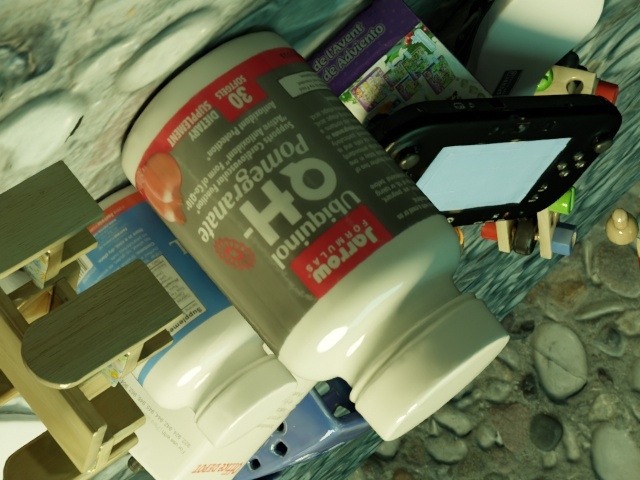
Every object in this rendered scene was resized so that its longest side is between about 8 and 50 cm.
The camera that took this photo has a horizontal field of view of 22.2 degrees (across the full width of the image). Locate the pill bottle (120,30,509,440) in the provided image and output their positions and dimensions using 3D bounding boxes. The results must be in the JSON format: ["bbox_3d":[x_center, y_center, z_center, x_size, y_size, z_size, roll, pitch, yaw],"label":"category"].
[{"bbox_3d":[0.000,0.000,1.312,0.176,0.318,0.176,-38,166,-11],"label":"pill bottle"}]

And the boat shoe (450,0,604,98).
[{"bbox_3d":[0.194,-0.216,1.635,0.108,0.102,0.301,-3,155,-13],"label":"boat shoe"}]

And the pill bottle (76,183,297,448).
[{"bbox_3d":[-0.123,0.067,1.410,0.124,0.221,0.124,-38,168,-10],"label":"pill bottle"}]

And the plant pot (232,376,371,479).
[{"bbox_3d":[-0.082,0.168,1.870,0.212,0.236,0.236,-38,169,16],"label":"plant pot"}]

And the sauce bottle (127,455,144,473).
[{"bbox_3d":[-0.224,0.275,2.241,0.128,0.042,0.042,-47,166,32],"label":"sauce bottle"}]

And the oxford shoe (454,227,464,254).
[{"bbox_3d":[0.111,-0.015,1.976,0.133,0.130,0.363,-20,172,-14],"label":"oxford shoe"}]

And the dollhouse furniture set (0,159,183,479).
[{"bbox_3d":[-0.227,0.046,0.992,0.161,0.242,0.212,-33,165,-27],"label":"dollhouse furniture set"}]

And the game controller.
[{"bbox_3d":[0.148,-0.071,1.559,0.319,0.067,0.166,-6,137,-39],"label":"game controller"}]

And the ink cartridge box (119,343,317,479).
[{"bbox_3d":[-0.068,0.103,1.572,0.273,0.115,0.198,-49,165,3],"label":"ink cartridge box"}]

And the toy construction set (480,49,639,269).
[{"bbox_3d":[0.286,-0.095,1.916,0.257,0.309,0.237,-48,163,-2],"label":"toy construction set"}]

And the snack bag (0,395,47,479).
[{"bbox_3d":[-0.338,0.236,1.362,0.323,0.037,0.342,-43,161,11],"label":"snack bag"}]

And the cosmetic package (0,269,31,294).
[{"bbox_3d":[-0.347,0.186,1.469,0.377,0.097,0.284,-42,170,6],"label":"cosmetic package"}]

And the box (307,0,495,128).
[{"bbox_3d":[0.066,-0.098,1.563,0.201,0.057,0.293,-42,148,8],"label":"box"}]
